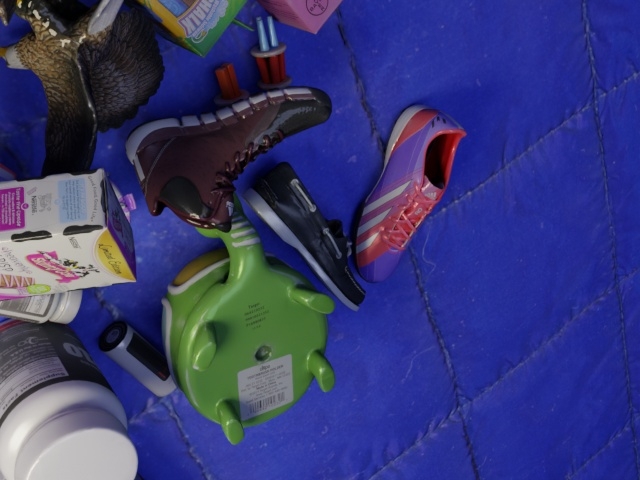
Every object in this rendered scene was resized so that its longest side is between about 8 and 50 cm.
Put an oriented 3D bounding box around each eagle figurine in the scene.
[{"bbox_3d":[-0.281,-0.185,0.926,0.226,0.225,0.298,-31,132,-13],"label":"eagle figurine"}]

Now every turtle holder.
[{"bbox_3d":[-0.136,0.108,1.182,0.243,0.227,0.320,-42,128,-10],"label":"turtle holder"}]

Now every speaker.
[{"bbox_3d":[-0.271,0.181,1.235,0.055,0.055,0.136,-45,129,-9],"label":"speaker"}]

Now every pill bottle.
[{"bbox_3d":[-0.347,0.224,1.053,0.161,0.283,0.161,-15,120,-28],"label":"pill bottle"},{"bbox_3d":[-0.393,0.067,1.081,0.137,0.078,0.078,19,100,-39],"label":"pill bottle"}]

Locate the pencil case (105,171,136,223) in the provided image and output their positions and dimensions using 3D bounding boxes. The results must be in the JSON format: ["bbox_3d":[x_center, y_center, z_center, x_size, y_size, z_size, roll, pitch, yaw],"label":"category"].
[{"bbox_3d":[-0.332,-0.006,1.043,0.206,0.088,0.086,-40,126,-41],"label":"pencil case"}]

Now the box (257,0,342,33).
[{"bbox_3d":[-0.038,-0.437,1.060,0.213,0.117,0.243,-51,129,-3],"label":"box"}]

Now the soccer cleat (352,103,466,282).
[{"bbox_3d":[0.145,-0.065,1.363,0.109,0.116,0.318,10,105,-37],"label":"soccer cleat"}]

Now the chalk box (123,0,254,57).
[{"bbox_3d":[-0.173,-0.322,1.013,0.213,0.132,0.132,39,87,-39],"label":"chalk box"}]

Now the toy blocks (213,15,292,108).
[{"bbox_3d":[-0.099,-0.233,1.156,0.123,0.054,0.148,-25,124,-24],"label":"toy blocks"}]

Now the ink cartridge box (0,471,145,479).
[{"bbox_3d":[-0.377,0.401,1.227,0.197,0.114,0.273,-38,129,-13],"label":"ink cartridge box"}]

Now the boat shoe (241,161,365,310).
[{"bbox_3d":[0.000,0.000,1.298,0.091,0.114,0.302,-43,130,-2],"label":"boat shoe"}]

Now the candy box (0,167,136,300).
[{"bbox_3d":[-0.323,0.004,0.852,0.233,0.071,0.159,-9,158,-5],"label":"candy box"}]

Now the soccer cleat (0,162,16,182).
[{"bbox_3d":[-0.411,-0.026,0.941,0.095,0.248,0.083,23,54,-13],"label":"soccer cleat"}]

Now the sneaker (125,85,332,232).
[{"bbox_3d":[-0.106,-0.095,1.081,0.281,0.162,0.106,-15,164,-1],"label":"sneaker"}]
